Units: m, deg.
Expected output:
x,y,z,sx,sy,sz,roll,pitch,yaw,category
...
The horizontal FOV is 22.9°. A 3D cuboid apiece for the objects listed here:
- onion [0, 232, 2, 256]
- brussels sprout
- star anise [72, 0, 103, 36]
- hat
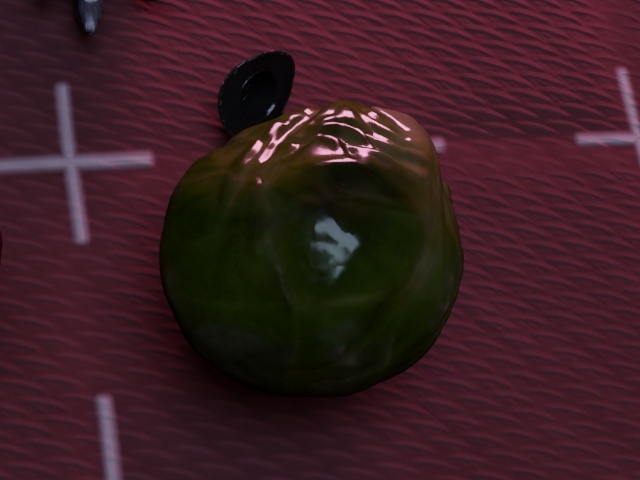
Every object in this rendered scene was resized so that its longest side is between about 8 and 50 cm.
x,y,z,sx,sy,sz,roll,pitch,yaw,category
-0.493,0.005,1.454,0.348,0.348,0.385,-39,83,-26,onion
0.004,0.003,1.652,0.289,0.281,0.355,2,45,22,brussels sprout
-0.261,-0.334,1.792,0.236,0.093,0.229,-1,70,-20,star anise
-0.079,-0.170,1.806,0.050,0.121,0.121,26,56,37,hat
